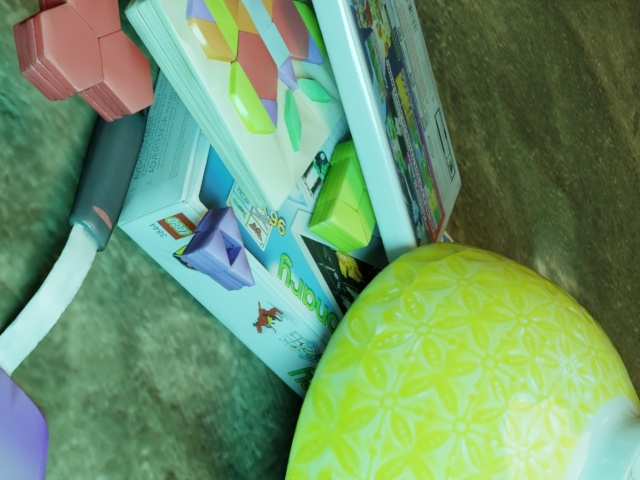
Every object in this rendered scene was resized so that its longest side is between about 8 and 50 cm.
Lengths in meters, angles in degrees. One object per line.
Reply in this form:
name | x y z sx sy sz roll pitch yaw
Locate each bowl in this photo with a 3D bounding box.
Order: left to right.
bowl | 0.123 0.151 0.751 0.289 0.156 0.289 -12 105 -52

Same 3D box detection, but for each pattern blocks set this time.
pattern blocks set | -0.040 -0.113 0.723 0.285 0.026 0.325 52 33 -33

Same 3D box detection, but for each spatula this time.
spatula | -0.125 0.017 0.608 0.084 0.030 0.296 55 33 -33

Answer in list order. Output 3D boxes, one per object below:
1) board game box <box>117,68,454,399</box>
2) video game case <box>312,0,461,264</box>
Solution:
board game box | 0.000 0.000 0.816 0.305 0.053 0.193 48 36 -38
video game case | 0.049 -0.093 0.833 0.183 0.023 0.201 -61 137 -63
